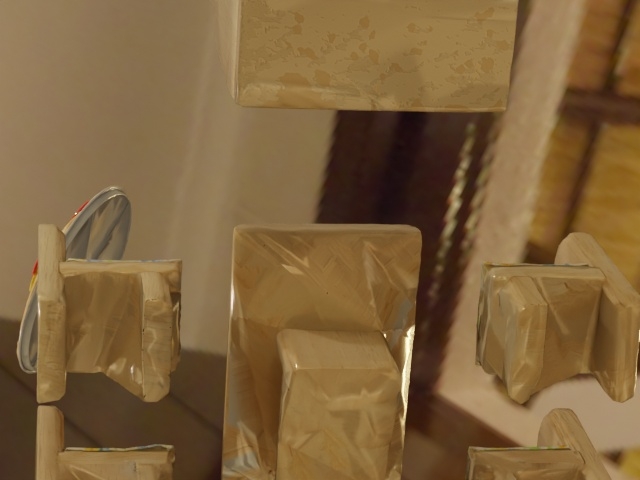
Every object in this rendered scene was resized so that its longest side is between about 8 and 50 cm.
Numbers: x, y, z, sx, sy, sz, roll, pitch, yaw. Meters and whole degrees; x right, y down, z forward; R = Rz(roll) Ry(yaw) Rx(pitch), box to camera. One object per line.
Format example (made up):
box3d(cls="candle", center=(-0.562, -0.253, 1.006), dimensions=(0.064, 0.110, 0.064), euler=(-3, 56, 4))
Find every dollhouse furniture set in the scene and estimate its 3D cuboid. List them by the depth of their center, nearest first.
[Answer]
box3d(cls="dollhouse furniture set", center=(0.000, 0.000, 1.139), dimensions=(0.362, 0.256, 0.394), euler=(1, -68, -9))

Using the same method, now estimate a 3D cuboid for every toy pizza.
box3d(cls="toy pizza", center=(-0.244, 0.035, 1.712), dimensions=(0.201, 0.032, 0.201), euler=(-60, -11, -21))
